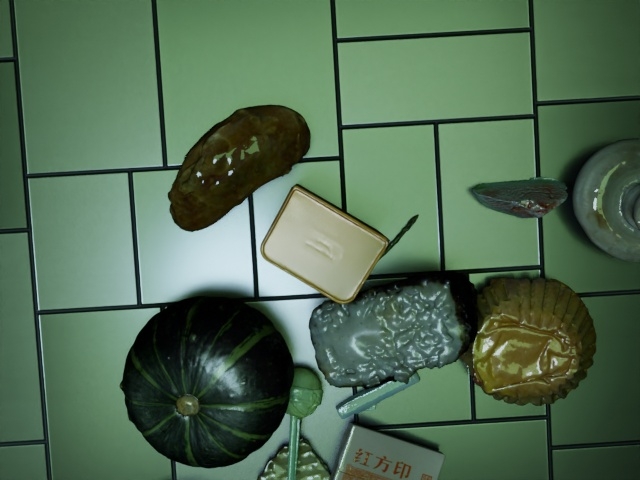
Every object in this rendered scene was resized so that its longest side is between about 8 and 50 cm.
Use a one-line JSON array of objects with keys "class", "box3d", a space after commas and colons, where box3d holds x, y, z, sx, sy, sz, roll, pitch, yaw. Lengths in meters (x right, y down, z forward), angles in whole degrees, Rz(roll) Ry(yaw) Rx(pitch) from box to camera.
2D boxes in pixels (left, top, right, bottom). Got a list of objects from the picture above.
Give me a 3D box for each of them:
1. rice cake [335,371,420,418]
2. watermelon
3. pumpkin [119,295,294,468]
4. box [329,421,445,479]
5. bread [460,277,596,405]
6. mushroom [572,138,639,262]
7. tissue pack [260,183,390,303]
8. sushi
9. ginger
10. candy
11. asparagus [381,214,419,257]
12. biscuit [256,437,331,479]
[{"class": "rice cake", "box3d": [0.116, 0.309, 1.710, 0.180, 0.030, 0.042, -28, 96, 2]}, {"class": "watermelon", "box3d": [0.389, -0.081, 1.668, 0.180, 0.094, 0.081, -1, 97, 14]}, {"class": "pumpkin", "box3d": [-0.208, 0.261, 1.585, 0.324, 0.241, 0.322, 1, 95, 13]}, {"class": "box", "box3d": [0.092, 0.562, 1.681, 0.205, 0.051, 0.365, 20, 84, -8]}, {"class": "bread", "box3d": [0.404, 0.202, 1.653, 0.274, 0.149, 0.273, 1, 99, 3]}, {"class": "mushroom", "box3d": [0.607, -0.073, 1.600, 0.244, 0.243, 0.243, 0, 93, -1]}, {"class": "tissue pack", "box3d": [0.000, 0.000, 1.568, 0.194, 0.274, 0.145, 32, 93, -2]}, {"class": "sushi", "box3d": [0.132, 0.175, 1.603, 0.344, 0.182, 0.196, -19, 78, 22]}, {"class": "ginger", "box3d": [-0.170, -0.149, 1.615, 0.321, 0.172, 0.165, -35, 54, 4]}, {"class": "candy", "box3d": [-0.052, 0.415, 1.657, 0.092, 0.093, 0.335, -1, 79, 27]}, {"class": "asparagus", "box3d": [0.140, 0.008, 1.700, 0.163, 0.016, 0.016, -45, 74, 3]}, {"class": "biscuit", "box3d": [-0.037, 0.543, 1.719, 0.187, 0.036, 0.273, -29, 93, 0]}]
